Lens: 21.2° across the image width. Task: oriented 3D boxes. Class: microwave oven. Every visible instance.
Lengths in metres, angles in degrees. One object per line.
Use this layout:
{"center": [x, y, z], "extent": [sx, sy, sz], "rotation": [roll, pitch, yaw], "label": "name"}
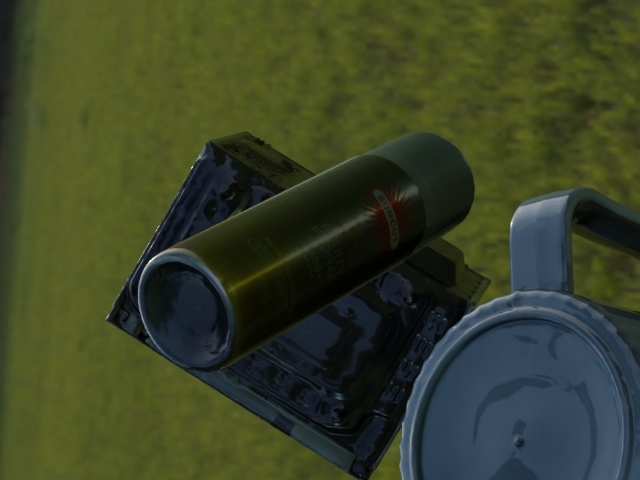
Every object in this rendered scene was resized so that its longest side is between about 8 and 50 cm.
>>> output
{"center": [-0.020, 0.059, 1.647], "extent": [0.237, 0.295, 0.181], "rotation": [-59, -6, 12], "label": "microwave oven"}

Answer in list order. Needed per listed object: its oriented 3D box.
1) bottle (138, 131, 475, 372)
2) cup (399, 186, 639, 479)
{"center": [0.000, 0.000, 1.138], "extent": [0.286, 0.082, 0.082], "rotation": [-29, -43, -50], "label": "bottle"}
{"center": [0.261, 0.152, 1.388], "extent": [0.257, 0.311, 0.331], "rotation": [26, 96, 44], "label": "cup"}
